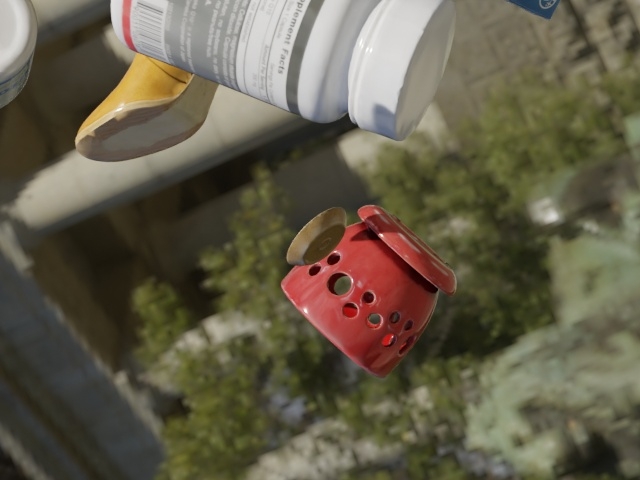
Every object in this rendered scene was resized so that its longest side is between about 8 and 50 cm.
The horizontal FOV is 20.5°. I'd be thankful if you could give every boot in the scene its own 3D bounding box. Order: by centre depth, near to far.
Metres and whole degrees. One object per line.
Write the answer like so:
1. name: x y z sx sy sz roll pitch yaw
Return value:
1. boot: -0.180 -0.238 2.111 0.104 0.295 0.211 35 -148 -52

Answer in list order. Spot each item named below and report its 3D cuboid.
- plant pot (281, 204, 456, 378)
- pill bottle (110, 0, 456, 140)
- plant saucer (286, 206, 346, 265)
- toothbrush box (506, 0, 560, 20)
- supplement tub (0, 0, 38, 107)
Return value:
1. plant pot: 0.069 0.059 2.352 0.191 0.174 0.191 40 -174 -5
2. pill bottle: -0.031 -0.203 1.602 0.161 0.283 0.161 -59 -17 -31
3. plant saucer: 0.000 0.000 1.906 0.015 0.083 0.083 46 -171 22
4. toothbrush box: 0.168 -0.376 1.540 0.126 0.295 0.216 17 -162 -46
5. supplement tub: -0.203 -0.116 1.039 0.107 0.071 0.071 153 94 -78
